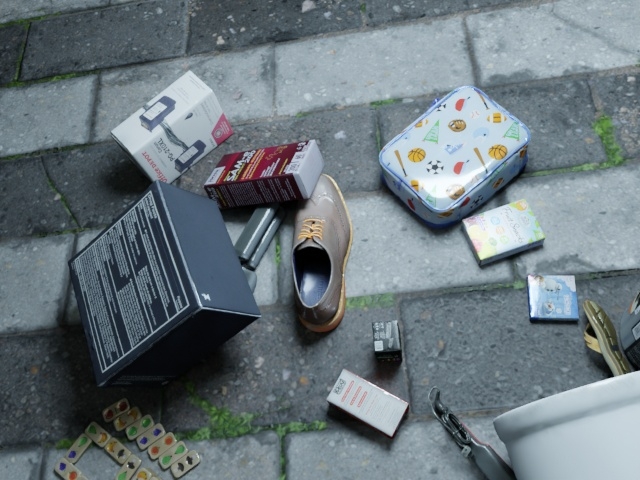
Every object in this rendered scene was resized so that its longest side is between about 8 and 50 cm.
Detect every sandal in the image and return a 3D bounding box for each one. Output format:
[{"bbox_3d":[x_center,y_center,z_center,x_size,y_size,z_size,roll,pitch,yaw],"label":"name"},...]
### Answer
[{"bbox_3d":[0.524,0.195,1.125,0.049,0.072,0.180,-34,56,37],"label":"sandal"}]

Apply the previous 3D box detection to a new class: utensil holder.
[{"bbox_3d":[0.475,0.413,0.885,0.328,0.327,0.385,-15,66,3],"label":"utensil holder"}]

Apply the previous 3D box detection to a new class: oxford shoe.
[{"bbox_3d":[0.000,0.000,1.269,0.130,0.132,0.363,-7,63,8],"label":"oxford shoe"}]

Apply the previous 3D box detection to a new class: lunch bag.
[{"bbox_3d":[0.291,-0.191,1.322,0.303,0.115,0.243,-39,62,-8],"label":"lunch bag"}]

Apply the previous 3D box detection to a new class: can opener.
[{"bbox_3d":[-0.147,0.034,1.313,0.093,0.074,0.280,12,65,26],"label":"can opener"}]

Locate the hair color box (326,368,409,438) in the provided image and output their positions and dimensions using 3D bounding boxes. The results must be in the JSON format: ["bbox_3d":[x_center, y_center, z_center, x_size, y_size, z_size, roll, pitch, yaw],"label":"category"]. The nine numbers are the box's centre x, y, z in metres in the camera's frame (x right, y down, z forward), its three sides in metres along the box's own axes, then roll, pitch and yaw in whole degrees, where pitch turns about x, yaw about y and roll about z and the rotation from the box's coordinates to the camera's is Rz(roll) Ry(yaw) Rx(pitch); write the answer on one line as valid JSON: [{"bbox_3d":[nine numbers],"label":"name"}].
[{"bbox_3d":[0.091,0.312,1.154,0.141,0.043,0.072,26,72,19],"label":"hair color box"}]

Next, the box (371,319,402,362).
[{"bbox_3d":[0.131,0.198,1.178,0.052,0.083,0.062,-6,64,9],"label":"box"}]

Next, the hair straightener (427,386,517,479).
[{"bbox_3d":[0.269,0.356,1.073,0.047,0.089,0.230,-41,64,8],"label":"hair straightener"}]

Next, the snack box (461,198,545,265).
[{"bbox_3d":[0.380,-0.018,1.262,0.141,0.037,0.100,-19,64,1],"label":"snack box"}]

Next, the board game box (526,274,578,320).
[{"bbox_3d":[0.458,0.113,1.194,0.090,0.020,0.090,0,65,9],"label":"board game box"}]

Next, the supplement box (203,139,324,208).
[{"bbox_3d":[-0.125,-0.146,1.342,0.240,0.073,0.130,-6,39,25],"label":"supplement box"}]

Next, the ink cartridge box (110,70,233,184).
[{"bbox_3d":[-0.347,-0.256,1.434,0.237,0.172,0.100,-41,65,-10],"label":"ink cartridge box"}]

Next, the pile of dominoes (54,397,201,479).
[{"bbox_3d":[-0.384,0.437,1.183,0.251,0.040,0.196,30,73,21],"label":"pile of dominoes"}]

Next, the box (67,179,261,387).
[{"bbox_3d":[-0.316,0.095,1.203,0.294,0.183,0.296,-37,61,22],"label":"box"}]

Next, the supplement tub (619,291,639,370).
[{"bbox_3d":[0.633,0.120,0.993,0.194,0.316,0.193,-4,64,8],"label":"supplement tub"}]
